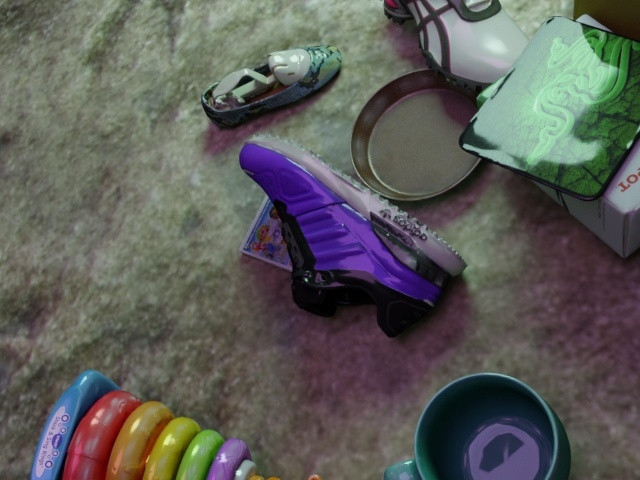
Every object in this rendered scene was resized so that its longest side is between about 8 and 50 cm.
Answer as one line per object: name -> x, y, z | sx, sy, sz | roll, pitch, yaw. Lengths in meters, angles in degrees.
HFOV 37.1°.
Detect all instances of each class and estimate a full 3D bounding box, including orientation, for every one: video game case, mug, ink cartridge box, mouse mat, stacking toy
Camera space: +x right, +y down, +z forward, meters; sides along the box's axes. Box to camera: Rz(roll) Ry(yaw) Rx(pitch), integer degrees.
video game case -> -0.028, -0.007, 1.112 | 0.122, 0.011, 0.087 | 19, 77, 31
mug -> 0.151, 0.194, 0.882 | 0.158, 0.097, 0.129 | 9, 72, 29
ink cartridge box -> 0.283, -0.106, 0.947 | 0.153, 0.087, 0.208 | -36, 56, -8
mouse mat -> 0.242, -0.133, 0.919 | 0.152, 0.007, 0.189 | 27, 69, 29
stacking toy -> -0.127, 0.252, 0.978 | 0.302, 0.166, 0.175 | 9, 67, 14

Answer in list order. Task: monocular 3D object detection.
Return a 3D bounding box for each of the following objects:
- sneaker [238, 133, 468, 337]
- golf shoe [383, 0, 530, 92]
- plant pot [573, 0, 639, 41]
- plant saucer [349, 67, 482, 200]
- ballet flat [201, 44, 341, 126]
sneaker -> 0.000, 0.000, 1.029 | 0.293, 0.102, 0.146 | 34, 89, 26
golf shoe -> 0.149, -0.268, 1.068 | 0.105, 0.120, 0.273 | -26, 56, -22
plant pot -> 0.379, -0.279, 0.934 | 0.212, 0.187, 0.212 | -48, 57, -2
plant saucer -> 0.115, -0.116, 1.082 | 0.168, 0.029, 0.168 | -10, 63, 20
ballet flat -> -0.065, -0.199, 1.186 | 0.188, 0.070, 0.070 | -26, 59, 13
